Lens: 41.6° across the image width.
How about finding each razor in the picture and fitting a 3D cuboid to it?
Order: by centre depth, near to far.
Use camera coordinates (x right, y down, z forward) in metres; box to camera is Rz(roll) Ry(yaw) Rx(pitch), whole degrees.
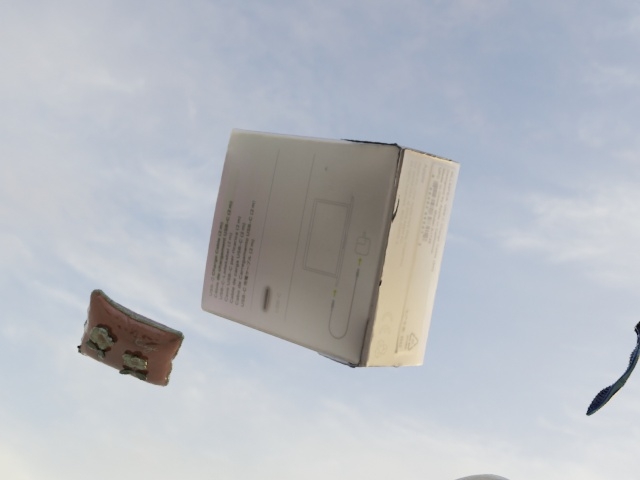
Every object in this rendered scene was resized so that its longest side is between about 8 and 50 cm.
[{"bbox_3d":[0.408,0.177,1.143,0.028,0.154,0.044,30,-11,19],"label":"razor"}]

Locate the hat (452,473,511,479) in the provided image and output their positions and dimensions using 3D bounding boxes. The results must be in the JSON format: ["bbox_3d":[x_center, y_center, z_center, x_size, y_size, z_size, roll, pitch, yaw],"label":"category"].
[{"bbox_3d":[0.187,0.366,0.913,0.203,0.203,0.126,-10,-48,38],"label":"hat"}]

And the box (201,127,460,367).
[{"bbox_3d":[0.000,0.000,0.852,0.252,0.203,0.106,12,5,43],"label":"box"}]

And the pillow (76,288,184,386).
[{"bbox_3d":[-0.335,0.182,1.471,0.179,0.075,0.171,24,-48,0],"label":"pillow"}]
